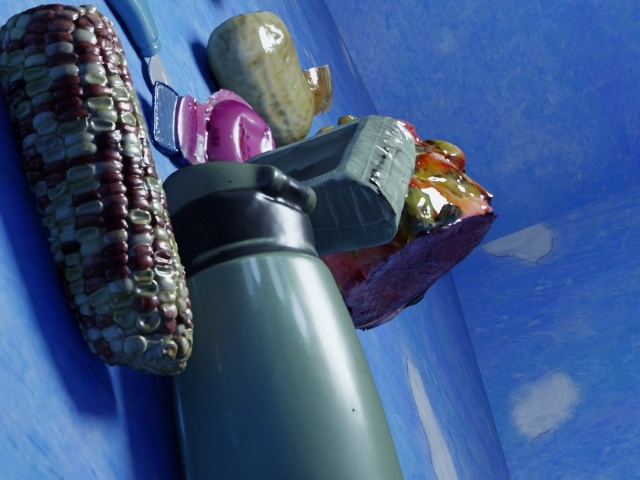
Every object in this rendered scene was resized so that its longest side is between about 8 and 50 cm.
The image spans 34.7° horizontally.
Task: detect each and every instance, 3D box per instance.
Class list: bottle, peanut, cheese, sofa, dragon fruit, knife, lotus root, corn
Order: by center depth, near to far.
[{"bbox_3d":[-0.162,-0.036,0.748,0.098,0.098,0.289,17,55,-76],"label":"corn"},{"bbox_3d":[-0.049,0.091,0.836,0.168,0.169,0.347,47,24,-62],"label":"bottle"},{"bbox_3d":[0.000,0.000,1.053,0.210,0.225,0.176,-69,137,-64],"label":"sofa"},{"bbox_3d":[-0.182,-0.187,1.140,0.058,0.032,0.244,-79,150,-67],"label":"knife"},{"bbox_3d":[-0.116,-0.107,1.166,0.244,0.062,0.155,23,61,-57],"label":"cheese"},{"bbox_3d":[0.052,-0.044,1.443,0.296,0.314,0.263,-8,58,-55],"label":"dragon fruit"},{"bbox_3d":[-0.076,-0.220,1.452,0.253,0.122,0.137,62,2,-40],"label":"peanut"},{"bbox_3d":[-0.039,-0.248,1.724,0.122,0.112,0.081,-40,122,-67],"label":"lotus root"}]
